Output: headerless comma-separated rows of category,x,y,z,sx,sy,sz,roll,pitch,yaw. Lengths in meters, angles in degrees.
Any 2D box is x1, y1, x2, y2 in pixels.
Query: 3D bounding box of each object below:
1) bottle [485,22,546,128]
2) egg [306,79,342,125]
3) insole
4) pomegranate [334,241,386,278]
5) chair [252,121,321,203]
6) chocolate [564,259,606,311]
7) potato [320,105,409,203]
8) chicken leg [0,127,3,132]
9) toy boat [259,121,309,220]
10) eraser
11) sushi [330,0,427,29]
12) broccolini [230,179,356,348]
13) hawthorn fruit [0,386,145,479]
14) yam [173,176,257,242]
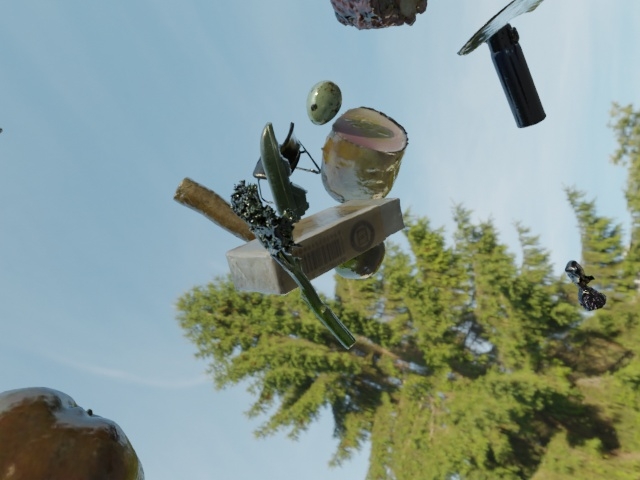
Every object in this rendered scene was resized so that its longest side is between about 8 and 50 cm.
bottle,0.461,-0.388,1.426,0.072,0.082,0.244,-45,-66,-38
egg,0.007,-0.330,1.452,0.085,0.085,0.110,11,-74,-46
insole,0.262,-0.302,0.779,0.009,0.119,0.348,50,-137,0
pomegranate,0.099,0.027,1.842,0.210,0.180,0.179,31,-108,-55
chair,-0.111,-0.212,1.648,0.140,0.145,0.221,-65,-28,-24
chocolate,0.638,0.101,1.466,0.070,0.072,0.147,-33,-67,-4
potato,0.102,-0.195,1.593,0.229,0.229,0.266,-33,-31,-38
chicken leg,-0.730,-0.281,1.234,0.070,0.093,0.178,-49,-59,-18
toy boat,-0.086,-0.156,1.444,0.085,0.078,0.260,-16,-76,1
eraser,0.000,0.000,1.129,0.343,0.144,0.078,-25,-72,-39
sushi,0.111,-0.566,1.238,0.236,0.171,0.270,-41,-52,-30
broccolini,-0.017,0.042,0.749,0.062,0.123,0.271,-35,-67,0
hawthorn fruit,-0.376,0.354,0.767,0.267,0.268,0.300,54,-137,-35
yam,-0.190,-0.045,1.339,0.066,0.300,0.066,-58,-5,-9
